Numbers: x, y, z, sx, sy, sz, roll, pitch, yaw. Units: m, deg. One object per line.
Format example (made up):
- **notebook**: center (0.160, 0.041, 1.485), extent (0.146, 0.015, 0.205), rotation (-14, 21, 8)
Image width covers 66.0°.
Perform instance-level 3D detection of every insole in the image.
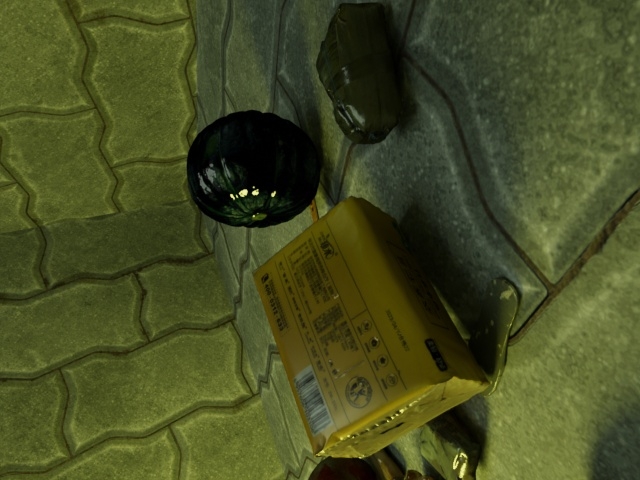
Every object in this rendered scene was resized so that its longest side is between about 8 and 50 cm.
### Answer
- **insole**: center (0.286, 0.166, 0.825), extent (0.081, 0.011, 0.248), rotation (-130, 33, -48)

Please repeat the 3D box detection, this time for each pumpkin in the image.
- **pumpkin**: center (-0.177, -0.185, 1.330), extent (0.363, 0.362, 0.267), rotation (125, 141, -63)

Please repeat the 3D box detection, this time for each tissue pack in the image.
- **tissue pack**: center (0.075, 0.161, 0.918), extent (0.293, 0.228, 0.382), rotation (-39, 55, 21)

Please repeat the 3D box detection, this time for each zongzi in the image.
- **zongzi**: center (0.057, -0.290, 0.985), extent (0.274, 0.125, 0.251), rotation (155, 108, -71)

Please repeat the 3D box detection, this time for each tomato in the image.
- **tomato**: center (0.065, 0.747, 1.367), extent (0.270, 0.222, 0.270), rotation (44, -168, -11)

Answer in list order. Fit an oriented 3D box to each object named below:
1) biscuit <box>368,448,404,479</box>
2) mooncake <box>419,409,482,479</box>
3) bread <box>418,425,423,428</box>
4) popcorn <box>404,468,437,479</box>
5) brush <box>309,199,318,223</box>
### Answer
- **biscuit**: center (0.158, 0.590, 1.353), extent (0.164, 0.047, 0.208), rotation (101, 148, -45)
- **mooncake**: center (0.257, 0.401, 0.950), extent (0.125, 0.073, 0.130), rotation (41, 141, 52)
- **bread**: center (0.161, 0.296, 1.071), extent (0.230, 0.122, 0.230), rotation (164, 90, -70)
- **popcorn**: center (0.223, 0.605, 1.076), extent (0.170, 0.180, 0.180), rotation (37, 156, -4)
- **brush**: center (0.000, 0.000, 1.454), extent (0.103, 0.013, 0.273), rotation (168, 89, -69)
